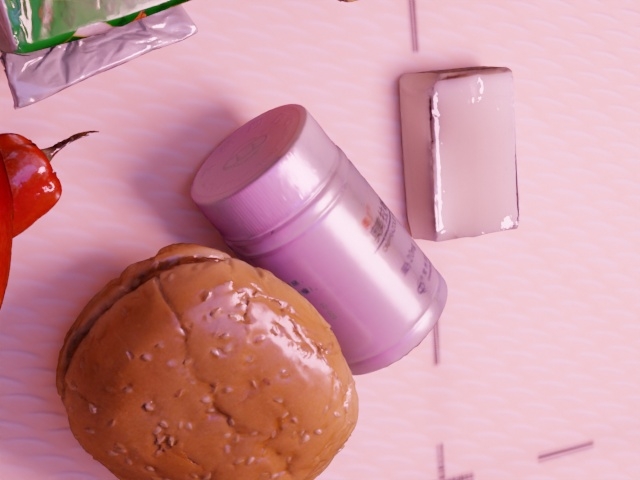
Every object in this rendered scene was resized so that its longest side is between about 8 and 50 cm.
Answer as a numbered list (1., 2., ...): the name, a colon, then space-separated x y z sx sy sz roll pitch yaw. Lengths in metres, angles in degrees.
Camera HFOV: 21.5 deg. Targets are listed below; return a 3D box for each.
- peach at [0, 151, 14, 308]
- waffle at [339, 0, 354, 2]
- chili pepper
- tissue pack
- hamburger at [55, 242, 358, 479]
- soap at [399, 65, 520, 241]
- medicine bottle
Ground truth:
1. peach: -0.400 -0.003 1.415 0.281 0.281 0.338 6 89 -31
2. waffle: 0.112 -0.376 1.743 0.221 0.055 0.248 -16 130 -27
3. chili pepper: -0.288 -0.057 1.585 0.192 0.084 0.086 -34 142 -21
4. tissue pack: -0.221 -0.227 1.564 0.209 0.148 0.156 -24 114 -26
5. hamburger: -0.105 0.146 1.643 0.283 0.144 0.259 34 101 -30
6. soap: 0.154 -0.096 1.847 0.121 0.064 0.183 -9 100 -30
7. medicine bottle: 0.000 0.000 1.716 0.152 0.152 0.254 -47 116 -17
